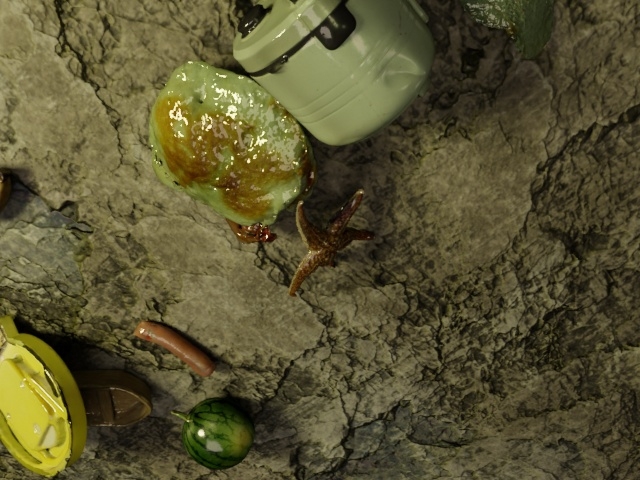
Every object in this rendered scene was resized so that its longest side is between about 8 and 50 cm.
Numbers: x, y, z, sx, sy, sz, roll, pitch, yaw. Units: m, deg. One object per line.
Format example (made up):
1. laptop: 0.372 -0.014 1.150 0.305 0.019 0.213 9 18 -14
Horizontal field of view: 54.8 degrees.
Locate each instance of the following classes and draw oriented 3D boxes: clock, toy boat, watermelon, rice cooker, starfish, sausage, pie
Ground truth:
1. clock: -0.550 0.308 1.193 0.293 0.071 0.277 50 122 13
2. toy boat: -0.433 0.322 1.264 0.188 0.061 0.116 3 121 -2
3. watermelon: -0.224 0.383 1.261 0.187 0.141 0.141 37 115 -18
4. rice cooker: 0.014 -0.264 0.805 0.226 0.226 0.244 -40 120 22
5. starfish: 0.006 0.005 1.015 0.213 0.057 0.238 -49 154 1
6. sausage: -0.280 0.210 1.206 0.176 0.040 0.047 39 121 -22
7. pie: -0.132 -0.132 0.936 0.274 0.105 0.257 38 133 -11

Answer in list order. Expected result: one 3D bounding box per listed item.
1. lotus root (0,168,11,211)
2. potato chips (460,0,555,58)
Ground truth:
1. lotus root: -0.558 -0.068 1.015 0.152 0.063 0.072 -40 142 14
2. potato chips: 0.269 -0.362 0.842 0.228 0.059 0.167 36 106 -21
